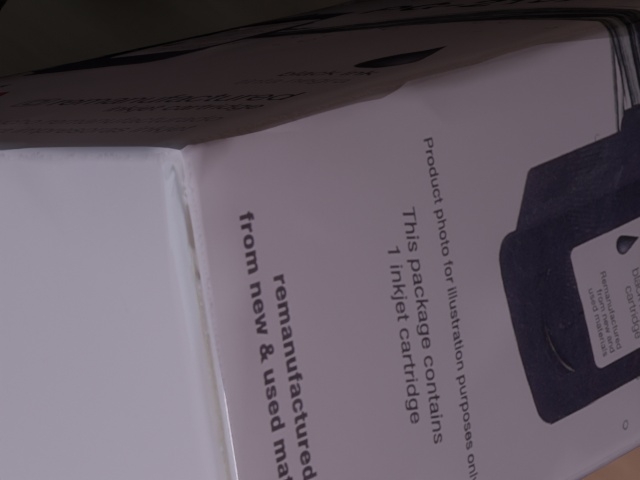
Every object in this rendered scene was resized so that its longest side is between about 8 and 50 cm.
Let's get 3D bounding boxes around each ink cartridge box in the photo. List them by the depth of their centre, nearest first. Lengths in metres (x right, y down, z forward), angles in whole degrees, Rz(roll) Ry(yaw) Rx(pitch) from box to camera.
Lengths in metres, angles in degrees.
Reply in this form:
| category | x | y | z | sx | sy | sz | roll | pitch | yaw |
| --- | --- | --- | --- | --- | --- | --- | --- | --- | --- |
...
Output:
| category | x | y | z | sx | sy | sz | roll | pitch | yaw |
| --- | --- | --- | --- | --- | --- | --- | --- | --- | --- |
| ink cartridge box | 0.000 | 0.000 | 0.471 | 0.172 | 0.237 | 0.100 | 2 | 105 | 43 |

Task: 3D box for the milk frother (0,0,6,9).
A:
| category | x | y | z | sx | sy | sz | roll | pitch | yaw |
| --- | --- | --- | --- | --- | --- | --- | --- | --- | --- |
| milk frother | -0.130 | -0.167 | 0.632 | 0.135 | 0.129 | 0.143 | 29 | 99 | -10 |
